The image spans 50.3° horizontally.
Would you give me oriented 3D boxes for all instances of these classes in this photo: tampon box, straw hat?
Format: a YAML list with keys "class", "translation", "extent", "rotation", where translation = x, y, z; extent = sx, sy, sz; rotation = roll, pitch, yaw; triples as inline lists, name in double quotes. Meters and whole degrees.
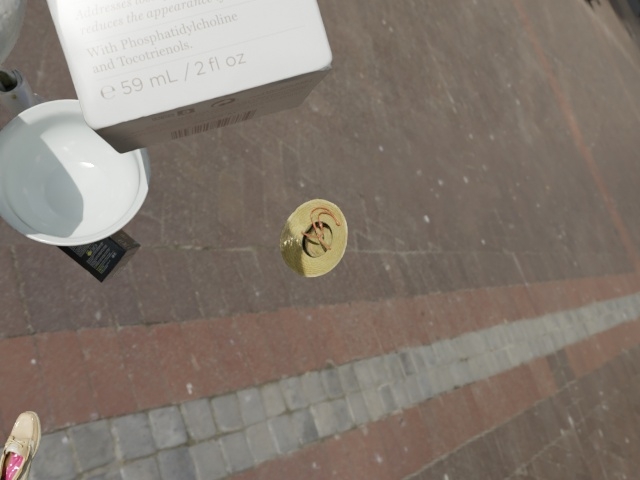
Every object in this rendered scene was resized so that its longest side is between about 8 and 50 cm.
- class: "tampon box"
  translation: [-0.538, 0.005, 1.635]
  extent: [0.161, 0.101, 0.120]
  rotation: [40, 6, -2]
- class: "straw hat"
  translation: [0.000, 0.000, 1.268]
  extent: [0.061, 0.144, 0.144]
  rotation: [20, 51, -65]

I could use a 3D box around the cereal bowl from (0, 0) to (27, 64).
- class: "cereal bowl"
  translation: [-0.660, -0.434, 1.248]
  extent: [0.141, 0.339, 0.339]
  rotation: [4, 63, -64]

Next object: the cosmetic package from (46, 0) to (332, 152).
- class: "cosmetic package"
  translation: [-0.214, -0.367, 0.990]
  extent: [0.327, 0.329, 0.393]
  rotation: [-171, -116, -80]

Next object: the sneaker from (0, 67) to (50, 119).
- class: "sneaker"
  translation: [-0.744, -0.362, 1.692]
  extent: [0.292, 0.108, 0.169]
  rotation: [41, -23, 51]

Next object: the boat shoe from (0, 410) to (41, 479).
- class: "boat shoe"
  translation: [-0.640, 0.447, 1.444]
  extent: [0.059, 0.063, 0.170]
  rotation: [75, 19, -70]

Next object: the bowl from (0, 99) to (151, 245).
- class: "bowl"
  translation: [-0.483, -0.114, 1.339]
  extent: [0.298, 0.134, 0.298]
  rotation: [3, 72, -10]
